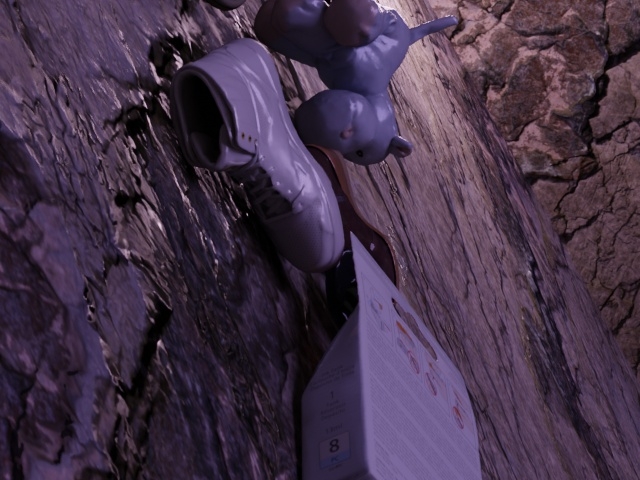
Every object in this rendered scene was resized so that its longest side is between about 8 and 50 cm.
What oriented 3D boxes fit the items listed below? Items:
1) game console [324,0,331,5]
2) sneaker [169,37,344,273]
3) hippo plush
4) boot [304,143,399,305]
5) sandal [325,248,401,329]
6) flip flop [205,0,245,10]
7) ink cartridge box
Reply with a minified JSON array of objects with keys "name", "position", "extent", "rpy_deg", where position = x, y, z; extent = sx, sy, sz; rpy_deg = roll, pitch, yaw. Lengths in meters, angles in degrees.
[{"name":"game console","position":[-0.022,-0.556,2.424],"extent":[0.361,0.044,0.213],"rpy_deg":[80,0,-48]},{"name":"sneaker","position":[-0.082,-0.077,1.618],"extent":[0.292,0.108,0.169],"rpy_deg":[65,29,-6]},{"name":"hippo plush","position":[0.025,-0.230,2.082],"extent":[0.294,0.234,0.236],"rpy_deg":[0,95,-57]},{"name":"boot","position":[0.000,0.000,1.813],"extent":[0.207,0.090,0.248],"rpy_deg":[-21,89,-60]},{"name":"sandal","position":[0.080,0.126,1.767],"extent":[0.097,0.054,0.254],"rpy_deg":[-18,87,-49]},{"name":"flip flop","position":[-0.144,-0.385,1.906],"extent":[0.112,0.080,0.277],"rpy_deg":[67,16,11]},{"name":"ink cartridge box","position":[0.086,0.221,1.639],"extent":[0.308,0.091,0.385],"rpy_deg":[52,22,-35]}]
